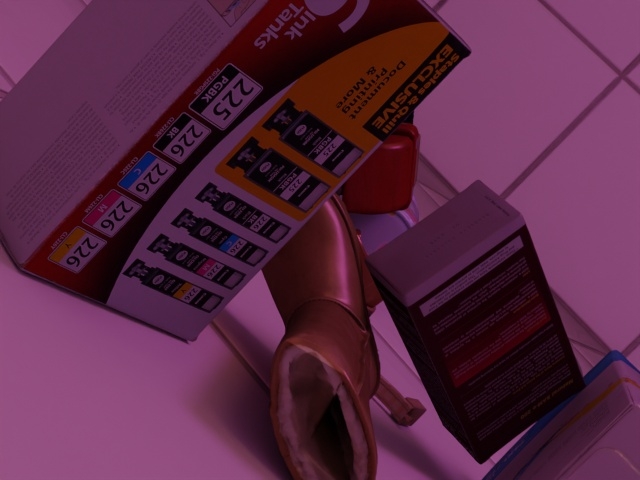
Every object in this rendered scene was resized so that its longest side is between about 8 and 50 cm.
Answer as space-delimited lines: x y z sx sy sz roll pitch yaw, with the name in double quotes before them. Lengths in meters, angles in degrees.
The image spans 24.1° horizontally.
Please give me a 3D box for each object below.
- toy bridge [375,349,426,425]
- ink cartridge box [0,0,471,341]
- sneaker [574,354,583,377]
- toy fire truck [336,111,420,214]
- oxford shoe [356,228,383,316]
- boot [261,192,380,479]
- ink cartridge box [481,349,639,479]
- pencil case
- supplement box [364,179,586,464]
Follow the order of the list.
"toy bridge" 0.032 0.109 1.476 0.188 0.026 0.063 49 13 27
"ink cartridge box" -0.057 -0.088 1.096 0.130 0.309 0.272 51 12 34
"sneaker" 0.265 0.117 2.158 0.302 0.108 0.121 45 14 11
"toy fire truck" -0.006 -0.097 1.658 0.217 0.159 0.246 7 19 7
"oxford shoe" 0.000 0.000 1.669 0.212 0.076 0.076 37 13 -27
"boot" -0.006 0.060 1.167 0.269 0.089 0.236 -66 133 -80
"ink cartridge box" 0.275 0.252 1.349 0.198 0.197 0.270 44 9 2
"pencil case" 0.067 -0.019 1.907 0.124 0.113 0.273 40 10 -7
"supplement box" 0.143 0.077 1.346 0.073 0.130 0.239 44 -15 49
